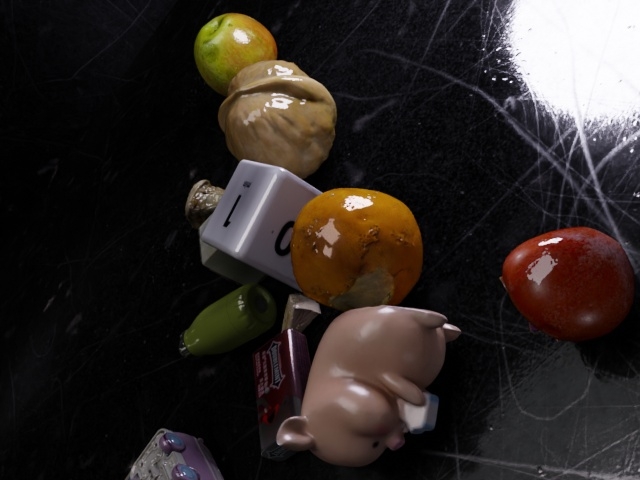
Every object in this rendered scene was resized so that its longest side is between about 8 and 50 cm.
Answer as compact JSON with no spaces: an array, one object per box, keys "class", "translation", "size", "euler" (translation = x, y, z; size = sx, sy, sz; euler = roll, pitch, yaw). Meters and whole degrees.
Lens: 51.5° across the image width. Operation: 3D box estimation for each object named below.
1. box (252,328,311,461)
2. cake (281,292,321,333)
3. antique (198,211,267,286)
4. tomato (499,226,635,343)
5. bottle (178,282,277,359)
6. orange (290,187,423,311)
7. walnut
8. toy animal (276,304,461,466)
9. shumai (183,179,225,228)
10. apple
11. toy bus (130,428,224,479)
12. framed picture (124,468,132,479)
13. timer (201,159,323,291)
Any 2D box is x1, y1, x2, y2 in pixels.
[{"class":"box","translation":[-0.068,0.289,1.262],"size":[0.120,0.069,0.224],"euler":[-38,39,26]},{"class":"cake","translation":[-0.060,0.168,1.354],"size":[0.121,0.065,0.052],"euler":[-53,33,20]},{"class":"antique","translation":[-0.179,0.001,1.535],"size":[0.148,0.152,0.147],"euler":[-45,36,21]},{"class":"tomato","translation":[0.332,0.053,0.884],"size":[0.167,0.167,0.167],"euler":[-30,44,34]},{"class":"bottle","translation":[-0.217,0.191,1.473],"size":[0.260,0.112,0.112],"euler":[-32,43,33]},{"class":"orange","translation":[0.061,0.019,1.166],"size":[0.240,0.240,0.240],"euler":[-30,44,34]},{"class":"walnut","translation":[-0.099,-0.279,1.555],"size":[0.285,0.285,0.297],"euler":[-25,53,37]},{"class":"toy animal","translation":[0.084,0.231,1.040],"size":[0.212,0.195,0.256],"euler":[9,71,28]},{"class":"shumai","translation":[-0.288,-0.093,1.781],"size":[0.116,0.145,0.146],"euler":[12,69,14]},{"class":"apple","translation":[-0.258,-0.557,1.978],"size":[0.246,0.226,0.246],"euler":[-28,44,31]},{"class":"toy bus","translation":[-0.276,0.482,1.301],"size":[0.142,0.142,0.202],"euler":[-55,36,4]},{"class":"framed picture","translation":[-0.446,0.643,1.494],"size":[0.260,0.023,0.189],"euler":[-55,33,6]},{"class":"timer","translation":[-0.096,-0.032,1.359],"size":[0.194,0.192,0.195],"euler":[19,80,56]}]
